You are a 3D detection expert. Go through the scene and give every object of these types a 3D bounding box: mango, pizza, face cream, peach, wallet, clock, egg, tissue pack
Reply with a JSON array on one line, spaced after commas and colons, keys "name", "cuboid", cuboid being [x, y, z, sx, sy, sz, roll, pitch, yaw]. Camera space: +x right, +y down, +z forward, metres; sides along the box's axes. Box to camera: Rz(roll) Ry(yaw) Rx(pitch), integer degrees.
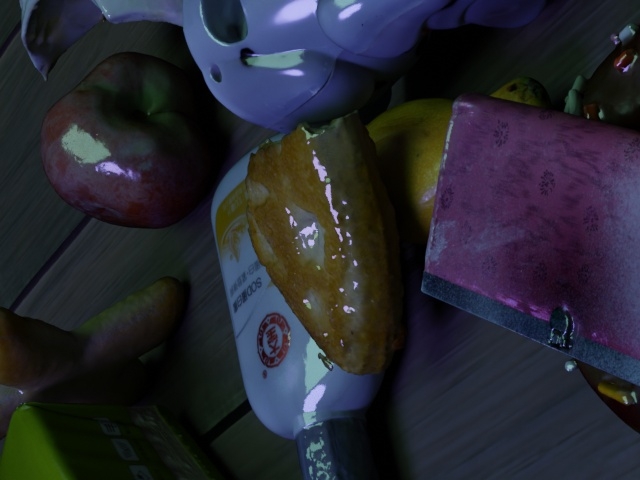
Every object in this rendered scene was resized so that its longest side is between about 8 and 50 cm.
[{"name": "mango", "cuboid": [0.082, -0.047, 1.036, 0.190, 0.075, 0.098, -15, 83, 49]}, {"name": "pizza", "cuboid": [0.000, 0.000, 1.065, 0.161, 0.062, 0.182, 4, 117, 54]}, {"name": "face cream", "cuboid": [-0.010, 0.067, 1.160, 0.144, 0.071, 0.291, -37, 56, 43]}, {"name": "peach", "cuboid": [-0.160, -0.077, 1.370, 0.152, 0.152, 0.152, -10, 78, 56]}, {"name": "wallet", "cuboid": [0.136, 0.000, 0.803, 0.232, 0.025, 0.119, 22, 106, 53]}, {"name": "clock", "cuboid": [0.042, -0.182, 1.012, 0.254, 0.189, 0.189, -19, 70, 54]}, {"name": "egg", "cuboid": [-0.166, -0.255, 1.288, 0.271, 0.162, 0.206, 7, 60, 47]}, {"name": "tissue pack", "cuboid": [-0.152, 0.280, 1.265, 0.275, 0.167, 0.200, 41, 120, 50]}]

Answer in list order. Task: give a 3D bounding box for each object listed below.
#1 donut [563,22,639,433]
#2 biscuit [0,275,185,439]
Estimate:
[{"name": "donut", "cuboid": [0.212, -0.007, 0.805, 0.270, 0.103, 0.269, -12, 75, 54]}, {"name": "biscuit", "cuboid": [-0.217, 0.108, 1.358, 0.047, 0.208, 0.164, 46, 126, 27]}]
